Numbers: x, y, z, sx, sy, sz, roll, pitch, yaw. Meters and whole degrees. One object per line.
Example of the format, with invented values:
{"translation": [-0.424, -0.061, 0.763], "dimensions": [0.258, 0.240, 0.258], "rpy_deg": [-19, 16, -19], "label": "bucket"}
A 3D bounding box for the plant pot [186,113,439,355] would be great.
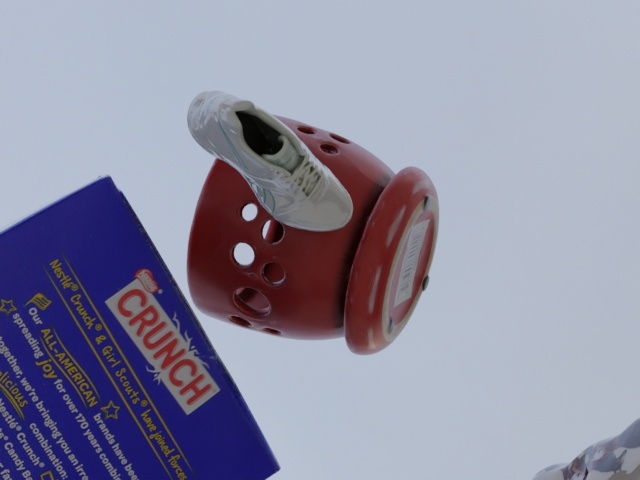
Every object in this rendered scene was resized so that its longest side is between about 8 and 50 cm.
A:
{"translation": [0.000, 0.000, 0.996], "dimensions": [0.191, 0.174, 0.191], "rpy_deg": [-52, -29, -44], "label": "plant pot"}

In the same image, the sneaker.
{"translation": [-0.028, -0.052, 0.830], "dimensions": [0.152, 0.061, 0.054], "rpy_deg": [37, -104, -29], "label": "sneaker"}

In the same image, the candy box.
{"translation": [-0.232, 0.138, 0.868], "dimensions": [0.317, 0.122, 0.268], "rpy_deg": [-30, -78, -9], "label": "candy box"}

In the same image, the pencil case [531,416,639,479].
{"translation": [0.329, 0.158, 0.883], "dimensions": [0.410, 0.160, 0.183], "rpy_deg": [-50, 2, 37], "label": "pencil case"}
